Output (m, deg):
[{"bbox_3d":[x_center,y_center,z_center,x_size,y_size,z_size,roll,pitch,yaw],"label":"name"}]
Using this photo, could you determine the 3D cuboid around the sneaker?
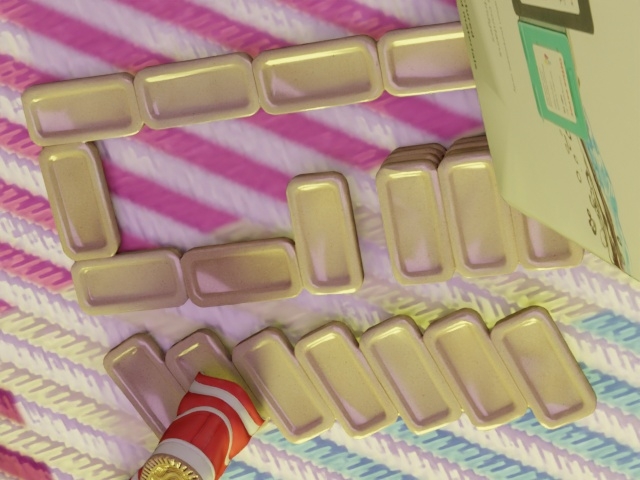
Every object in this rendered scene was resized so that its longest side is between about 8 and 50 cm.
[{"bbox_3d":[-0.066,0.107,0.768,0.042,0.067,0.118,37,145,-3],"label":"sneaker"}]

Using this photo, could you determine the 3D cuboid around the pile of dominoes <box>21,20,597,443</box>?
[{"bbox_3d":[0.000,0.000,0.750,0.251,0.040,0.196,-6,108,17],"label":"pile of dominoes"}]

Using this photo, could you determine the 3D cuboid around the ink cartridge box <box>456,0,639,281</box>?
[{"bbox_3d":[0.170,-0.105,0.543,0.198,0.270,0.197,-15,103,-6],"label":"ink cartridge box"}]
